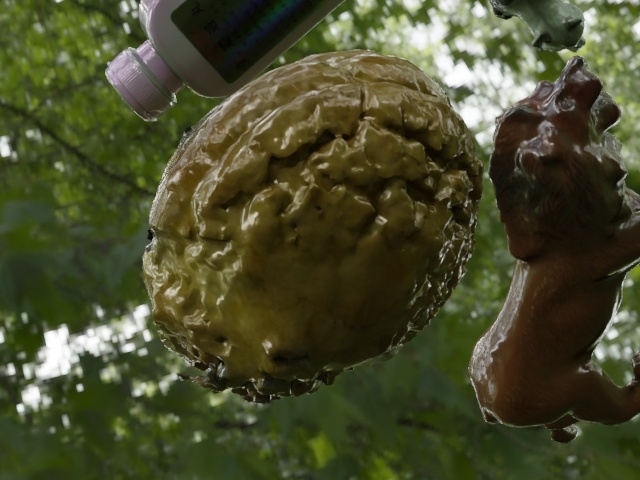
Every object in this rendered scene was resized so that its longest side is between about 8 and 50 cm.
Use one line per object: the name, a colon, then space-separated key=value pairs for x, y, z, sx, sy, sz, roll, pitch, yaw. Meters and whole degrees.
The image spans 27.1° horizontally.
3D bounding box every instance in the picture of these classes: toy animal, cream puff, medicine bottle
toy animal: x=0.156 y=0.028 z=0.864 sx=0.158 sy=0.097 sz=0.312 roll=-1 pitch=-62 yaw=-23
toy animal: x=0.188 y=-0.278 z=1.308 sx=0.094 sy=0.225 sz=0.121 roll=-27 pitch=9 yaw=18
cream puff: x=0.000 y=0.000 z=0.645 sx=0.189 sy=0.129 sz=0.189 roll=-30 pitch=-32 yaw=-21
medicine bottle: x=-0.084 y=-0.193 z=1.135 sx=0.219 sy=0.078 sz=0.115 roll=-40 pitch=-58 yaw=5
